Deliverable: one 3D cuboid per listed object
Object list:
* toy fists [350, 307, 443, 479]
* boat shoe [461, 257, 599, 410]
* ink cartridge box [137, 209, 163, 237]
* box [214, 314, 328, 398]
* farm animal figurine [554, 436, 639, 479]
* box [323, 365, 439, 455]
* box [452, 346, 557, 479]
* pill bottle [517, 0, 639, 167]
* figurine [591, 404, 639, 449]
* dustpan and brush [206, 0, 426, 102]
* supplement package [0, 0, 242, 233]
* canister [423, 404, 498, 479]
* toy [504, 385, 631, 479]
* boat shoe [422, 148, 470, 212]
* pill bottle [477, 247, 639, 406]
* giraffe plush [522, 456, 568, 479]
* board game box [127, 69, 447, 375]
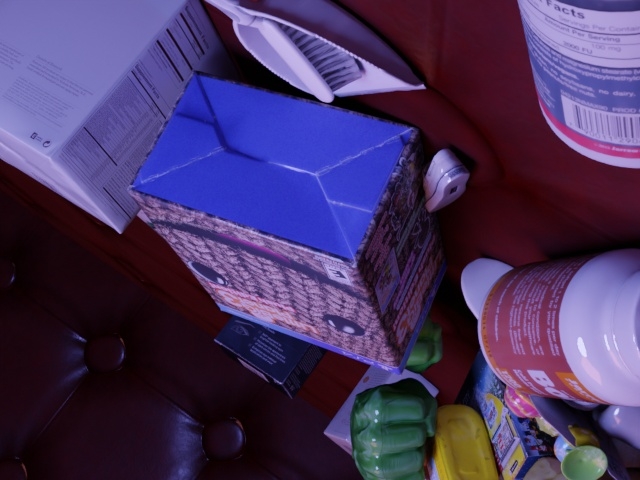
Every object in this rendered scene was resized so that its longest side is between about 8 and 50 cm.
[{"bbox_3d":[0.089,0.161,1.096,0.096,0.279,0.142,5,177,-1],"label":"toy fists"},{"bbox_3d":[0.208,0.093,0.904,0.184,0.066,0.063,41,164,28],"label":"boat shoe"},{"bbox_3d":[-0.195,-0.036,1.419,0.219,0.092,0.160,42,164,-24],"label":"ink cartridge box"},{"bbox_3d":[-0.073,0.168,1.640,0.156,0.158,0.093,30,163,25],"label":"box"},{"bbox_3d":[0.357,0.320,1.163,0.330,0.172,0.326,37,155,30],"label":"farm animal figurine"},{"bbox_3d":[0.106,0.302,1.627,0.091,0.170,0.130,40,165,-10],"label":"box"},{"bbox_3d":[0.209,0.259,1.140,0.233,0.044,0.159,104,159,-44],"label":"box"},{"bbox_3d":[0.133,-0.121,0.383,0.108,0.108,0.180,27,162,32],"label":"pill bottle"},{"bbox_3d":[0.372,0.176,0.815,0.209,0.092,0.215,31,166,4],"label":"figurine"},{"bbox_3d":[-0.035,-0.166,0.718,0.211,0.060,0.147,43,164,-26],"label":"dustpan and brush"},{"bbox_3d":[-0.227,-0.156,0.906,0.194,0.203,0.149,30,164,27],"label":"supplement package"},{"bbox_3d":[0.150,0.293,1.132,0.073,0.126,0.170,2,140,-15],"label":"canister"},{"bbox_3d":[0.231,0.169,0.948,0.137,0.056,0.237,39,-167,-15],"label":"toy"},{"bbox_3d":[0.106,-0.054,0.813,0.035,0.035,0.100,62,174,13],"label":"boat shoe"},{"bbox_3d":[0.224,0.070,0.738,0.121,0.121,0.216,39,166,-9],"label":"pill bottle"},{"bbox_3d":[0.244,0.365,0.992,0.181,0.210,0.170,-114,2,-47],"label":"giraffe plush"},{"bbox_3d":[-0.016,-0.008,0.926,0.232,0.141,0.291,18,159,21],"label":"board game box"}]
